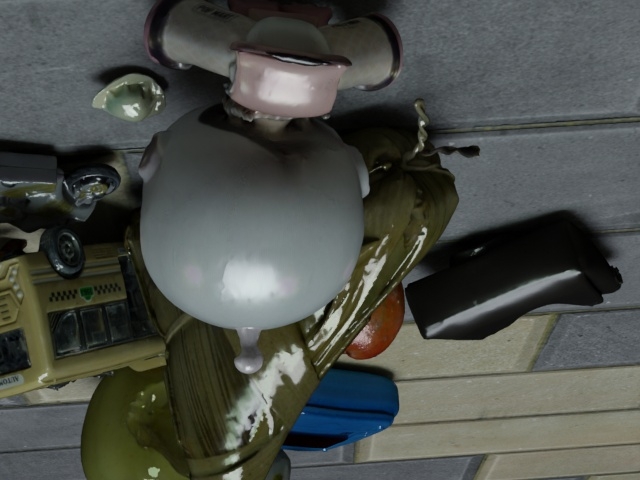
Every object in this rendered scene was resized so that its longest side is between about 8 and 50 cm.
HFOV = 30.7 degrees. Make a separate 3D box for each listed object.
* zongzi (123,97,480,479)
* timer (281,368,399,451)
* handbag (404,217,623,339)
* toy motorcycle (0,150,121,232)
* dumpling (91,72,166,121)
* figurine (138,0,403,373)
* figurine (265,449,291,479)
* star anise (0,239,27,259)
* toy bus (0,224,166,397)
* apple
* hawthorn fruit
[{"bbox_3d":[0.031,0.116,1.419,0.499,0.467,0.218,-19,173,26],"label":"zongzi"},{"bbox_3d":[-0.031,0.336,2.299,0.340,0.115,0.309,10,155,-31],"label":"timer"},{"bbox_3d":[0.300,0.075,1.783,0.285,0.114,0.257,-24,155,23],"label":"handbag"},{"bbox_3d":[-0.361,-0.055,1.432,0.224,0.073,0.152,-1,155,-14],"label":"toy motorcycle"},{"bbox_3d":[-0.205,-0.159,1.272,0.077,0.043,0.059,18,134,-10],"label":"dumpling"},{"bbox_3d":[-0.071,-0.068,1.176,0.253,0.211,0.361,13,123,1],"label":"figurine"},{"bbox_3d":[-0.180,0.482,2.412,0.420,0.193,0.154,12,158,18],"label":"figurine"},{"bbox_3d":[-0.456,0.092,1.646,0.073,0.177,0.234,24,158,16],"label":"star anise"},{"bbox_3d":[-0.318,0.090,1.522,0.176,0.202,0.365,-17,176,26],"label":"toy bus"},{"bbox_3d":[-0.308,0.361,2.131,0.279,0.279,0.279,-4,156,-2],"label":"apple"},{"bbox_3d":[0.043,0.088,1.692,0.172,0.173,0.173,-4,156,-2],"label":"hawthorn fruit"}]
